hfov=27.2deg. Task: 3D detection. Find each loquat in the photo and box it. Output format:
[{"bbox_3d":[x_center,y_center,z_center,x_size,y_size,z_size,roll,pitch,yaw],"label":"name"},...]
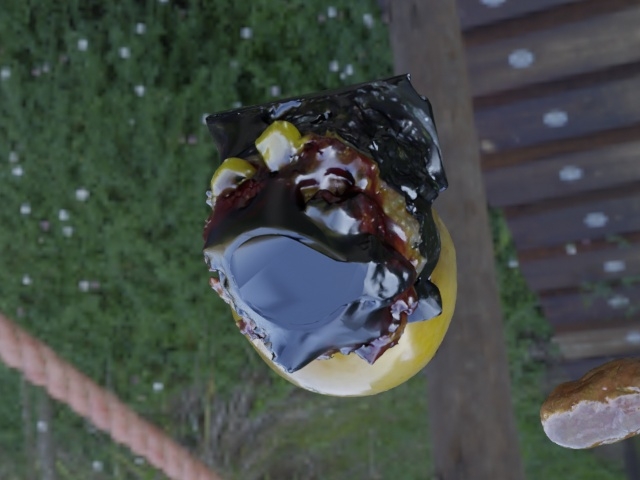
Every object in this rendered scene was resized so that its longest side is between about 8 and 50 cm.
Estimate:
[{"bbox_3d":[0.022,0.040,1.302,0.235,0.235,0.235,-1,158,0],"label":"loquat"}]

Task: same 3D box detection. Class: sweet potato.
[{"bbox_3d":[0.386,0.182,1.586,0.252,0.097,0.097,-25,149,25],"label":"sweet potato"}]

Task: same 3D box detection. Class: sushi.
[{"bbox_3d":[0.000,0.000,0.857,0.153,0.172,0.150,-10,-166,16],"label":"sushi"}]
